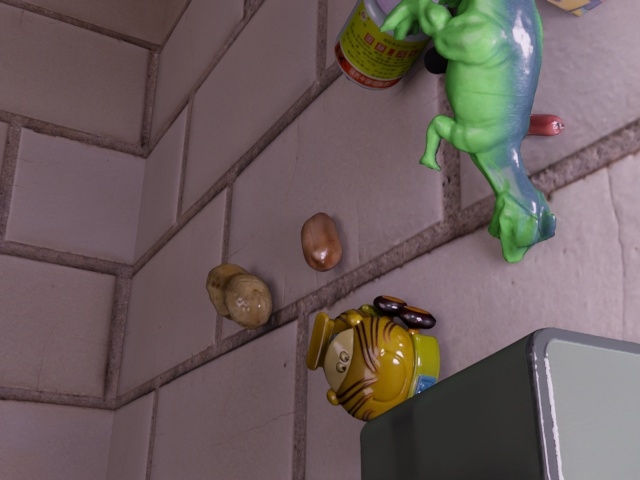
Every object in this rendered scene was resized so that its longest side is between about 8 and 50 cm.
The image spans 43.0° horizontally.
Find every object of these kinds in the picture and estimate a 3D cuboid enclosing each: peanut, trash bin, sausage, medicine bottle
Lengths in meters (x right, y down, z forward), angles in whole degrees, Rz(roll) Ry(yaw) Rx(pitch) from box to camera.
[{"bbox_3d":[-0.187,0.130,1.840,0.274,0.111,0.125,-153,73,-65],"label":"peanut"},{"bbox_3d":[0.210,0.222,0.858,0.343,0.223,0.158,140,136,-56],"label":"trash bin"},{"bbox_3d":[0.264,-0.163,1.134,0.223,0.029,0.029,20,96,65],"label":"sausage"},{"bbox_3d":[0.121,-0.367,1.367,0.225,0.139,0.139,130,145,-58],"label":"medicine bottle"},{"bbox_3d":[0.000,0.000,1.558,0.076,0.076,0.152,-60,25,32],"label":"peanut"}]

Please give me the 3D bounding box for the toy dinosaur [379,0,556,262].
[{"bbox_3d":[0.236,-0.238,0.946,0.374,0.144,0.500,64,152,24],"label":"toy dinosaur"}]

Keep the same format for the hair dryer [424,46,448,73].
[{"bbox_3d":[0.251,-0.374,1.227,0.235,0.091,0.272,-166,97,-75],"label":"hair dryer"}]

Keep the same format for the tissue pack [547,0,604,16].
[{"bbox_3d":[0.329,-0.346,0.989,0.148,0.108,0.060,-24,53,61],"label":"tissue pack"}]

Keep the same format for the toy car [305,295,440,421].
[{"bbox_3d":[0.070,0.184,1.243,0.248,0.142,0.200,16,94,67],"label":"toy car"}]
